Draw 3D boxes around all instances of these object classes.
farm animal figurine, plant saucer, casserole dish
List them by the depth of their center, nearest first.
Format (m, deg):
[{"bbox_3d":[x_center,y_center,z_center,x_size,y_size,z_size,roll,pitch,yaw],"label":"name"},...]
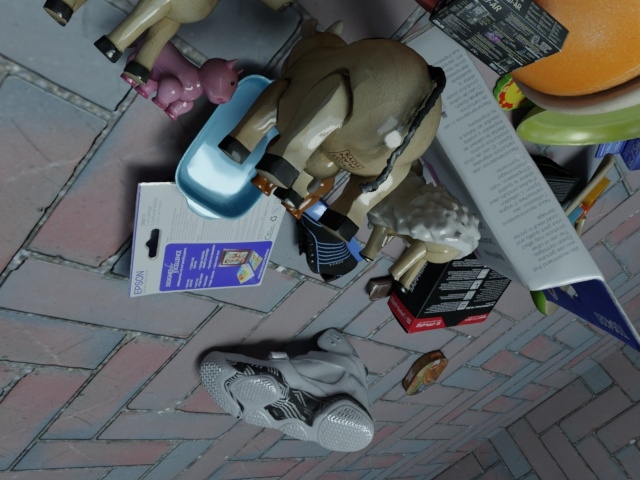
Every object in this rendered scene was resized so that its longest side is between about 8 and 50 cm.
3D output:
[{"bbox_3d":[-0.024,-0.136,0.419,0.172,0.326,0.330,-52,140,-2],"label":"farm animal figurine"},{"bbox_3d":[-0.098,-0.112,0.596,0.114,0.037,0.189,34,93,-38],"label":"casserole dish"},{"bbox_3d":[0.440,-0.200,0.780,0.240,0.037,0.241,2,175,0],"label":"plant saucer"}]

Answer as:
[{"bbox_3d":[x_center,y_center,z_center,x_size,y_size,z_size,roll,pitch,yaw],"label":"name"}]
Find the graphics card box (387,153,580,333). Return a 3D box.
[{"bbox_3d":[0.302,0.010,0.950,0.232,0.094,0.371,-1,128,-31],"label":"graphics card box"}]

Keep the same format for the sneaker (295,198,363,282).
[{"bbox_3d":[0.000,0.000,0.782,0.090,0.081,0.232,-40,143,1],"label":"sneaker"}]

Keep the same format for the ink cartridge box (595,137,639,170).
[{"bbox_3d":[0.706,-0.224,0.918,0.310,0.065,0.186,-5,143,7],"label":"ink cartridge box"}]

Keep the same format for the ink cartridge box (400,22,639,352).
[{"bbox_3d":[0.191,-0.040,0.564,0.071,0.330,0.324,-29,175,11],"label":"ink cartridge box"}]

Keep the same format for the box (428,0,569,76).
[{"bbox_3d":[0.135,-0.166,0.380,0.083,0.067,0.018,28,82,-17],"label":"box"}]

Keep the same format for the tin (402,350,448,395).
[{"bbox_3d":[0.304,0.390,1.445,0.106,0.040,0.190,-10,138,-29],"label":"tin"}]

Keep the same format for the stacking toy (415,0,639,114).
[{"bbox_3d":[0.096,-0.314,0.377,0.478,0.351,0.351,8,130,-17],"label":"stacking toy"}]

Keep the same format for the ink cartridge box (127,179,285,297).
[{"bbox_3d":[-0.161,-0.010,0.697,0.208,0.045,0.206,-3,134,-30],"label":"ink cartridge box"}]

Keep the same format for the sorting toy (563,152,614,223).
[{"bbox_3d":[0.516,-0.054,1.000,0.208,0.038,0.193,-51,157,-3],"label":"sorting toy"}]

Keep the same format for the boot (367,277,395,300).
[{"bbox_3d":[0.145,0.115,1.036,0.114,0.037,0.107,-16,127,-22],"label":"boot"}]

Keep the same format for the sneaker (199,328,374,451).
[{"bbox_3d":[-0.056,0.277,1.018,0.365,0.210,0.138,24,124,-6],"label":"sneaker"}]

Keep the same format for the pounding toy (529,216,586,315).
[{"bbox_3d":[0.548,0.061,1.204,0.237,0.110,0.183,-48,137,-26],"label":"pounding toy"}]

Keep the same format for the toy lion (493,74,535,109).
[{"bbox_3d":[0.320,-0.239,0.765,0.100,0.034,0.096,18,129,-44],"label":"toy lion"}]
